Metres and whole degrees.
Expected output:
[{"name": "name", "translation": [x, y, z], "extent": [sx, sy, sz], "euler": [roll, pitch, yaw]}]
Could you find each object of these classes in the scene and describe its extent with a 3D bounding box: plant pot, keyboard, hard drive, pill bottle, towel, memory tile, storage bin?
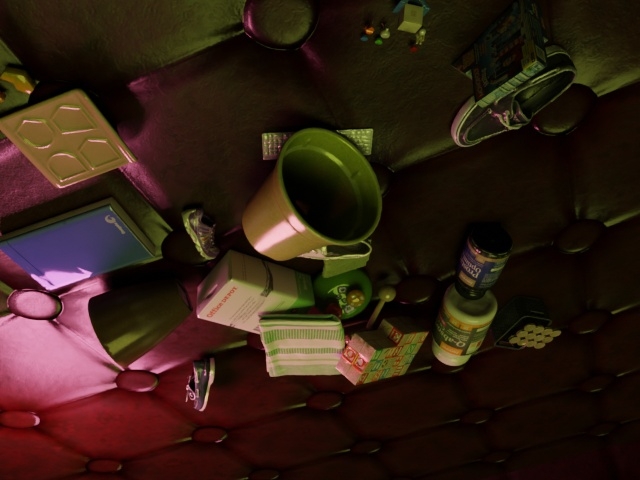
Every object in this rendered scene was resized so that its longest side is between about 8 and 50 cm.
[{"name": "plant pot", "translation": [-0.044, -0.076, 1.445], "extent": [0.275, 0.276, 0.254], "euler": [20, 148, -29]}, {"name": "keyboard", "translation": [-0.007, -0.224, 1.458], "extent": [0.255, 0.014, 0.072], "euler": [-4, 138, -6]}, {"name": "hard drive", "translation": [-0.616, 0.016, 1.602], "extent": [0.318, 0.040, 0.210], "euler": [-17, 137, 10]}, {"name": "plant pot", "translation": [-0.478, 0.200, 1.731], "extent": [0.230, 0.215, 0.215], "euler": [-27, 137, -1]}, {"name": "pill bottle", "translation": [0.440, 0.265, 1.968], "extent": [0.162, 0.162, 0.279], "euler": [-2, 138, -7]}, {"name": "pill bottle", "translation": [0.453, 0.067, 1.777], "extent": [0.122, 0.123, 0.219], "euler": [-1, 137, -9]}, {"name": "towel", "translation": [0.072, 0.049, 1.738], "extent": [0.148, 0.027, 0.110], "euler": [-19, 144, -17]}, {"name": "memory tile", "translation": [0.697, 0.311, 2.047], "extent": [0.147, 0.012, 0.113], "euler": [14, 134, -24]}, {"name": "towel", "translation": [-0.050, 0.313, 1.843], "extent": [0.247, 0.038, 0.325], "euler": [-2, 141, 3]}, {"name": "storage bin", "translation": [0.652, 0.272, 2.069], "extent": [0.121, 0.084, 0.180], "euler": [12, 134, -21]}]

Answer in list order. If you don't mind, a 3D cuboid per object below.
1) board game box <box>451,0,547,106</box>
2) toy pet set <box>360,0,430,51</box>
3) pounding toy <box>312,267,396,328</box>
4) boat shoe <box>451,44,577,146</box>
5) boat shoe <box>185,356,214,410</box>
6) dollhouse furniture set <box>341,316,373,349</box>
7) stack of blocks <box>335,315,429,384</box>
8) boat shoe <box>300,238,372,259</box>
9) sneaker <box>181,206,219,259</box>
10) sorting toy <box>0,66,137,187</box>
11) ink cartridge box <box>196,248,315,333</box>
[{"name": "board game box", "translation": [0.358, -0.361, 1.267], "extent": [0.060, 0.194, 0.194], "euler": [23, 144, -30]}, {"name": "toy pet set", "translation": [0.155, -0.434, 1.234], "extent": [0.122, 0.065, 0.114], "euler": [8, 171, -14]}, {"name": "pounding toy", "translation": [0.090, 0.179, 1.803], "extent": [0.236, 0.110, 0.183], "euler": [22, 113, -16]}, {"name": "boat shoe", "translation": [0.422, -0.294, 1.384], "extent": [0.301, 0.102, 0.108], "euler": [-35, 132, 27]}, {"name": "boat shoe", "translation": [-0.411, 0.488, 2.123], "extent": [0.079, 0.095, 0.255], "euler": [5, 135, -17]}, {"name": "dollhouse furniture set", "translation": [0.126, 0.331, 2.002], "extent": [0.123, 0.144, 0.151], "euler": [-16, 102, 8]}, {"name": "stack of blocks", "translation": [0.194, 0.331, 1.922], "extent": [0.297, 0.087, 0.171], "euler": [5, 117, -54]}, {"name": "boat shoe", "translation": [0.000, 0.000, 1.617], "extent": [0.276, 0.096, 0.098], "euler": [3, 96, -11]}, {"name": "sneaker", "translation": [-0.292, -0.017, 1.604], "extent": [0.071, 0.068, 0.170], "euler": [-19, 137, 3]}, {"name": "sorting toy", "translation": [-0.560, -0.248, 1.325], "extent": [0.228, 0.041, 0.307], "euler": [-14, 138, 13]}, {"name": "ink cartridge box", "translation": [-0.185, 0.157, 1.775], "extent": [0.272, 0.115, 0.198], "euler": [21, 131, -30]}]
